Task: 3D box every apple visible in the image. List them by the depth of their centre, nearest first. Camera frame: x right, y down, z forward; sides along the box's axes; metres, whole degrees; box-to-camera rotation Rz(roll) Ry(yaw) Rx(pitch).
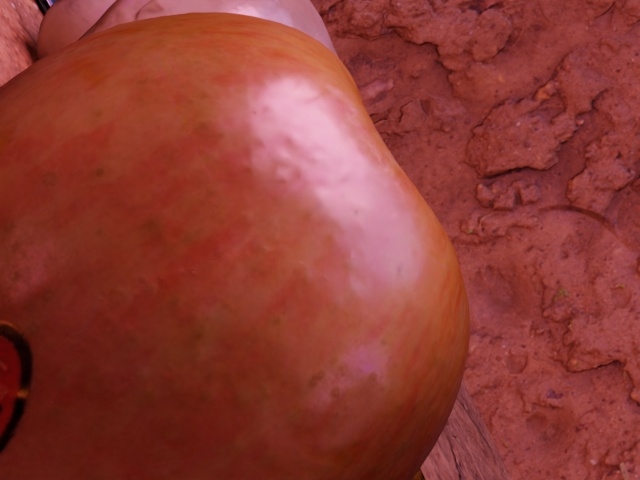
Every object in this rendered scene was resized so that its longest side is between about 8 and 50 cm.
[{"bbox_3d":[-0.085,0.041,1.178,0.391,0.346,0.391,58,8,-14],"label":"apple"}]

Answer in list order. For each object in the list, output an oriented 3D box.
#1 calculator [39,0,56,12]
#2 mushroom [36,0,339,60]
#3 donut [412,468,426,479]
[{"bbox_3d":[-0.269,-0.228,1.881,0.141,0.019,0.094,62,11,-7],"label":"calculator"},{"bbox_3d":[-0.152,-0.137,1.644,0.336,0.314,0.314,37,-7,37],"label":"mushroom"},{"bbox_3d":[0.015,0.255,1.514,0.330,0.160,0.330,46,33,-43],"label":"donut"}]
